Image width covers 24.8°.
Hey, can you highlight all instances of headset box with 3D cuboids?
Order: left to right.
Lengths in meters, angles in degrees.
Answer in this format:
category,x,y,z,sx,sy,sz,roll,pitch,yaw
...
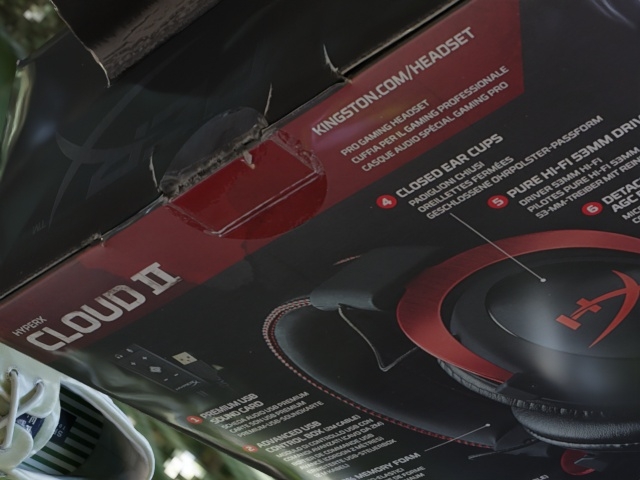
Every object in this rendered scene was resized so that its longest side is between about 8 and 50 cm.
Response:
category,x,y,z,sx,sy,sz,roll,pitch,yaw
headset box,0.054,-0.009,0.444,0.218,0.293,0.110,-30,-138,35

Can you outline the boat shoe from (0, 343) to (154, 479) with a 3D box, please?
category,x,y,z,sx,sy,sz,roll,pitch,yaw
boat shoe,-0.196,0.088,0.871,0.094,0.302,0.109,24,-97,30
